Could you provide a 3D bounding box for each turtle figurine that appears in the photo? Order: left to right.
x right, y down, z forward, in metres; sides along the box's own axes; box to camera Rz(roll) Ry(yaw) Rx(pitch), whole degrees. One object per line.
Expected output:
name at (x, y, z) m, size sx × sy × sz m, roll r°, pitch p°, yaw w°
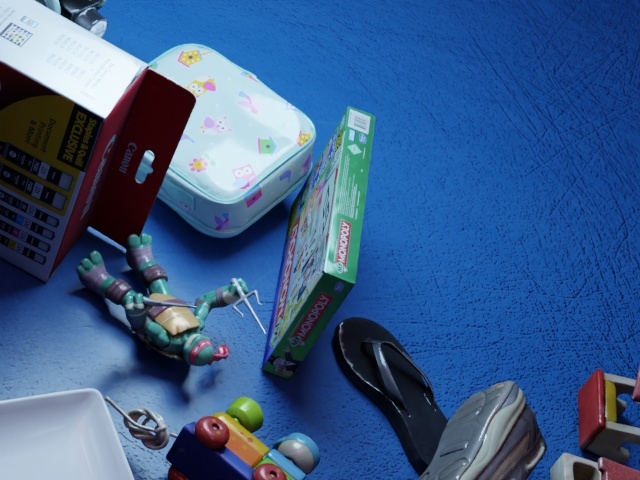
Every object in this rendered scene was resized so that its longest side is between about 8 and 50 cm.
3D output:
turtle figurine at (-0.192, 0.086, 1.727) m, size 0.234 × 0.118 × 0.175 m, roll 37°, pitch 27°, yaw 30°

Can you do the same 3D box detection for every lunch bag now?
lunch bag at (-0.166, -0.141, 1.923) m, size 0.279 × 0.108 × 0.224 m, roll 36°, pitch 61°, yaw 21°

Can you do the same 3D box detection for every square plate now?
square plate at (-0.323, 0.328, 1.403) m, size 0.347 × 0.049 × 0.344 m, roll -3°, pitch 59°, yaw -42°

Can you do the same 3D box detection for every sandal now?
sandal at (0.113, 0.196, 1.822) m, size 0.097 × 0.054 × 0.254 m, roll -18°, pitch 60°, yaw -38°

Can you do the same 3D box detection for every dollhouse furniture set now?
dollhouse furniture set at (0.376, 0.290, 1.764) m, size 0.152 × 0.201 × 0.374 m, roll 18°, pitch 45°, yaw -11°

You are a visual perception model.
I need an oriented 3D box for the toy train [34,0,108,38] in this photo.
toy train at (-0.443, -0.361, 1.955) m, size 0.334 × 0.190 × 0.142 m, roll 41°, pitch 44°, yaw 11°

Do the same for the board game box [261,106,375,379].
board game box at (0.000, 0.000, 1.830) m, size 0.046 × 0.213 × 0.317 m, roll 21°, pitch 44°, yaw -12°

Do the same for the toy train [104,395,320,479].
toy train at (-0.123, 0.230, 1.646) m, size 0.248 × 0.105 × 0.143 m, roll 38°, pitch 34°, yaw 10°

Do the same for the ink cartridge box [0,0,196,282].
ink cartridge box at (-0.333, -0.110, 1.693) m, size 0.272 × 0.309 × 0.130 m, roll 28°, pitch 44°, yaw 0°

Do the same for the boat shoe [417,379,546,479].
boat shoe at (0.183, 0.327, 1.679) m, size 0.130 × 0.132 × 0.355 m, roll 46°, pitch 56°, yaw -9°
